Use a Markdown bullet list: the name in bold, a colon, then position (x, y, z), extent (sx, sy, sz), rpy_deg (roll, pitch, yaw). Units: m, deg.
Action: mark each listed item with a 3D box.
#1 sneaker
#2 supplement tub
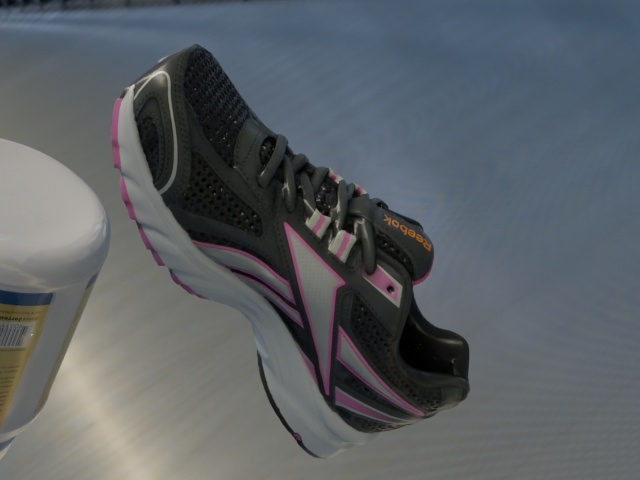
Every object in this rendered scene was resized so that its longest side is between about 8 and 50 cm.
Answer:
- **sneaker**: position (0.000, 0.000, 0.406), extent (0.077, 0.178, 0.072), rpy_deg (-16, 36, 27)
- **supplement tub**: position (-0.235, 0.046, 0.746), extent (0.200, 0.144, 0.144), rpy_deg (-62, 3, 28)
